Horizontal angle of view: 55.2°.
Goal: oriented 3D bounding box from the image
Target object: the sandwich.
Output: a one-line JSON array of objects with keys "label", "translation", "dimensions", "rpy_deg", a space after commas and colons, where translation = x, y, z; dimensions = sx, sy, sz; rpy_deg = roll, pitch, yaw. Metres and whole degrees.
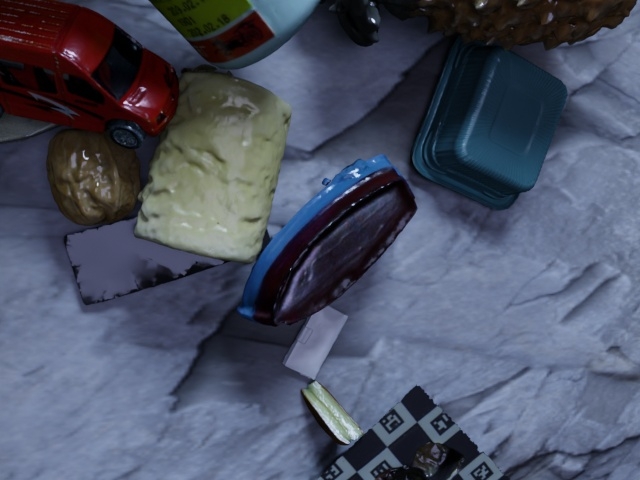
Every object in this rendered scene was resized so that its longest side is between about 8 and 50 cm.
[{"label": "sandwich", "translation": [0.012, 0.198, 0.688], "dimensions": [0.031, 0.083, 0.044], "rpy_deg": [-33, 149, -17]}]

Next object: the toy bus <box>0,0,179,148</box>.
[{"label": "toy bus", "translation": [-0.219, -0.147, 0.511], "dimensions": [0.195, 0.089, 0.081], "rpy_deg": [12, 59, -1]}]

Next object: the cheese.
[{"label": "cheese", "translation": [-0.098, -0.067, 0.581], "dimensions": [0.123, 0.094, 0.167], "rpy_deg": [17, 84, -24]}]

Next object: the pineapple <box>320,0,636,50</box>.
[{"label": "pineapple", "translation": [0.117, -0.280, 0.594], "dimensions": [0.357, 0.223, 0.223], "rpy_deg": [-8, 99, 0]}]

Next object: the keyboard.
[{"label": "keyboard", "translation": [-0.151, 0.003, 0.624], "dimensions": [0.196, 0.015, 0.074], "rpy_deg": [-18, 98, -16]}]

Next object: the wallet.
[{"label": "wallet", "translation": [-0.005, 0.112, 0.685], "dimensions": [0.044, 0.011, 0.083], "rpy_deg": [31, 86, -19]}]

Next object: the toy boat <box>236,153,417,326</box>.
[{"label": "toy boat", "translation": [0.000, 0.000, 0.631], "dimensions": [0.223, 0.097, 0.100], "rpy_deg": [-43, 122, -11]}]

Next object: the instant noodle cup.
[{"label": "instant noodle cup", "translation": [0.203, -0.135, 0.699], "dimensions": [0.157, 0.070, 0.179], "rpy_deg": [21, 88, -21]}]

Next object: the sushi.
[{"label": "sushi", "translation": [0.085, 0.290, 0.716], "dimensions": [0.215, 0.050, 0.192], "rpy_deg": [-43, 107, -1]}]

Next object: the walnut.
[{"label": "walnut", "translation": [-0.208, -0.062, 0.565], "dimensions": [0.079, 0.082, 0.096], "rpy_deg": [-13, 101, -45]}]

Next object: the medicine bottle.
[{"label": "medicine bottle", "translation": [-0.104, -0.254, 0.466], "dimensions": [0.139, 0.139, 0.225], "rpy_deg": [-52, 131, -7]}]

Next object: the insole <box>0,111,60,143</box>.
[{"label": "insole", "translation": [-0.241, -0.126, 0.561], "dimensions": [0.192, 0.010, 0.063], "rpy_deg": [-23, 60, -16]}]
